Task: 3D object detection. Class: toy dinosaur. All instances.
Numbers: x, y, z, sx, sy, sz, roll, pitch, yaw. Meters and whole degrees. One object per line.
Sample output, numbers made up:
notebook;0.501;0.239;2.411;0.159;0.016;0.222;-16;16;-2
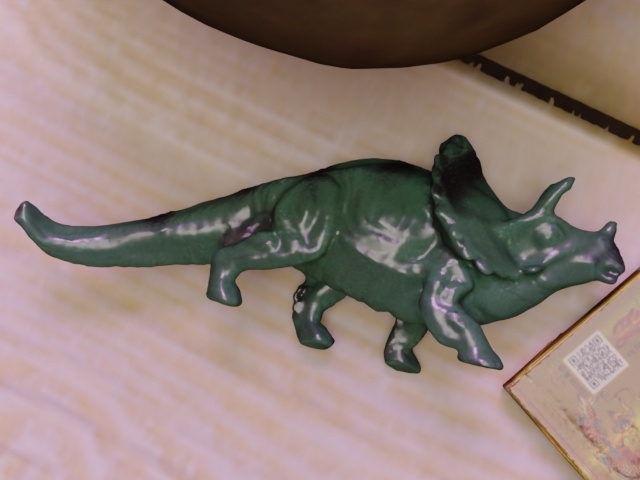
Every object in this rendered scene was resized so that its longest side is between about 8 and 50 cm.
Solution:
toy dinosaur;0.003;0.017;0.509;0.292;0.079;0.120;-10;83;3

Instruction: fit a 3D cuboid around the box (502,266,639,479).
box;0.180;0.056;0.514;0.156;0.022;0.089;-43;84;4

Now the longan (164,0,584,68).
longan;0.021;-0.251;0.401;0.361;0.361;0.361;0;89;6
